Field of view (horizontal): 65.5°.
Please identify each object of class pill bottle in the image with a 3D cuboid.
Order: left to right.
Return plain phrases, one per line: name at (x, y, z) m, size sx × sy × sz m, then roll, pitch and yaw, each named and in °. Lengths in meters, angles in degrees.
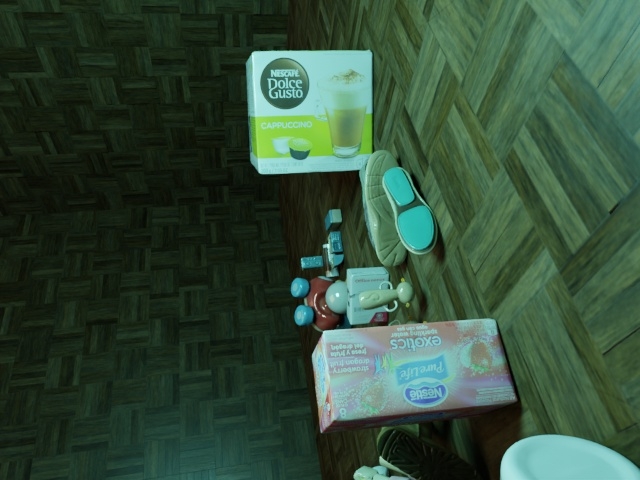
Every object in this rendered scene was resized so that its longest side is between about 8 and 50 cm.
pill bottle at (0.284, 0.379, 0.566) m, size 0.153 × 0.153 × 0.265 m, roll -141°, pitch 48°, yaw -76°

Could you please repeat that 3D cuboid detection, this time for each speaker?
speaker at (0.044, 0.083, 2.017) m, size 0.055 × 0.055 × 0.136 m, roll 138°, pitch 127°, yaw -77°

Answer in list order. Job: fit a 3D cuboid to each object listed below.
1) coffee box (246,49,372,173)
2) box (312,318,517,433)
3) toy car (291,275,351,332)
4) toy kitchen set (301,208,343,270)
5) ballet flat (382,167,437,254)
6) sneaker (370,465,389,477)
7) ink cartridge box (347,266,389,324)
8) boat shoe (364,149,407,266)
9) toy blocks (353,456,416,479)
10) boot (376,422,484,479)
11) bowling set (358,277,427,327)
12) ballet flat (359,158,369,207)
coffee box at (-0.047, -0.395, 1.529) m, size 0.338 × 0.337 × 0.335 m, roll -127°, pitch 35°, yaw -72°
box at (0.147, 0.229, 0.840) m, size 0.154 × 0.299 × 0.142 m, roll 107°, pitch 158°, yaw -61°
toy car at (0.053, 0.194, 1.769) m, size 0.238 × 0.219 × 0.210 m, roll -41°, pitch 47°, yaw 40°
toy kitchen set at (0.000, 0.000, 1.908) m, size 0.122 × 0.166 × 0.207 m, roll 120°, pitch 144°, yaw -72°
ballet flat at (0.200, -0.056, 1.092) m, size 0.086 × 0.086 × 0.249 m, roll 99°, pitch 165°, yaw -51°
sneaker at (0.171, 0.830, 1.521) m, size 0.118 × 0.110 × 0.292 m, roll -127°, pitch 32°, yaw -55°
ink cartridge box at (0.133, 0.154, 1.410) m, size 0.063 × 0.109 × 0.151 m, roll -114°, pitch 22°, yaw -70°
boat shoe at (0.152, -0.078, 1.242) m, size 0.092 × 0.102 × 0.286 m, roll -171°, pitch 71°, yaw -74°
toy blocks at (0.175, 0.639, 1.024) m, size 0.260 × 0.308 × 0.289 m, roll 5°, pitch 93°, yaw 37°
boot at (0.223, 0.421, 1.031) m, size 0.089 × 0.236 × 0.269 m, roll -55°, pitch -10°, yaw 2°
bowling set at (0.193, 0.244, 1.137) m, size 0.200 × 0.154 × 0.287 m, roll 62°, pitch -163°, yaw -67°
ballet flat at (0.148, -0.126, 1.328) m, size 0.068 × 0.072 × 0.213 m, roll 117°, pitch 147°, yaw -56°
